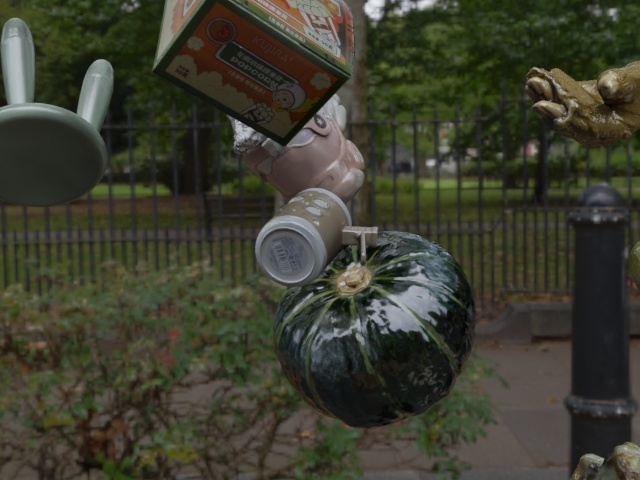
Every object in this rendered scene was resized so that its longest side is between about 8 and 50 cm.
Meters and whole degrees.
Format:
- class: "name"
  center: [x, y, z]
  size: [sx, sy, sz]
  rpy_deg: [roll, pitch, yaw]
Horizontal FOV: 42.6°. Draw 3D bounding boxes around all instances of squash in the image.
- class: "squash"
  center: [0.065, 0.102, 1.004]
  size: [0.252, 0.165, 0.252]
  rpy_deg: [-19, 35, 14]

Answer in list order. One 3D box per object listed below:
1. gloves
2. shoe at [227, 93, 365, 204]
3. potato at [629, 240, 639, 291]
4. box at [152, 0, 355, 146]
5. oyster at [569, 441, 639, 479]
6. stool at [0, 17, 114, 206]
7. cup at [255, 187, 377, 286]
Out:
- class: "gloves"
  center: [0.530, -0.256, 1.543]
  size: [0.356, 0.155, 0.203]
  rpy_deg: [-4, 2, -31]
- class: "shoe"
  center: [-0.060, -0.198, 1.299]
  size: [0.198, 0.172, 0.351]
  rpy_deg: [43, 10, -41]
- class: "potato"
  center: [0.669, 0.075, 1.463]
  size: [0.174, 0.159, 0.251]
  rpy_deg: [-27, 48, -1]
- class: "box"
  center: [-0.079, -0.256, 1.005]
  size: [0.195, 0.177, 0.148]
  rpy_deg: [28, -52, -27]
- class: "oyster"
  center: [0.425, 0.364, 1.141]
  size: [0.201, 0.107, 0.354]
  rpy_deg: [-46, 14, -17]
- class: "stool"
  center: [-0.422, -0.180, 1.219]
  size: [0.195, 0.199, 0.195]
  rpy_deg: [21, -52, -38]
- class: "cup"
  center: [-0.004, 0.006, 0.801]
  size: [0.102, 0.074, 0.099]
  rpy_deg: [32, 27, 5]
